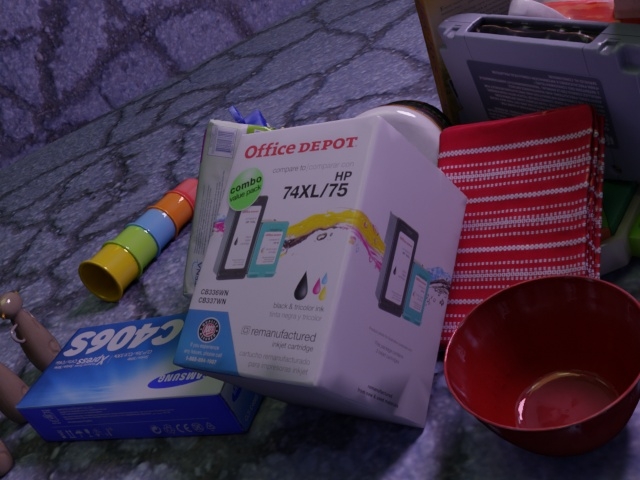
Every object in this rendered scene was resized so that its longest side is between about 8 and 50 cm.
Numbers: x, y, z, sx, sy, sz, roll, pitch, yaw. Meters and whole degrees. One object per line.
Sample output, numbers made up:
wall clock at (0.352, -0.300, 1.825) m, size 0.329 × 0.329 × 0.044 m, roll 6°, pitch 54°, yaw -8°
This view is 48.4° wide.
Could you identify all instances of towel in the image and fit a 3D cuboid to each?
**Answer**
towel at (0.209, -0.009, 0.792) m, size 0.199 × 0.031 × 0.274 m, roll -2°, pitch 76°, yaw 39°

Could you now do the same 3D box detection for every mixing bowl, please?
mixing bowl at (0.214, 0.127, 0.652) m, size 0.182 × 0.098 × 0.181 m, roll -20°, pitch 32°, yaw 13°

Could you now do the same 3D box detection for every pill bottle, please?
pill bottle at (0.117, -0.122, 1.032) m, size 0.162 × 0.162 × 0.278 m, roll -17°, pitch 9°, yaw 17°

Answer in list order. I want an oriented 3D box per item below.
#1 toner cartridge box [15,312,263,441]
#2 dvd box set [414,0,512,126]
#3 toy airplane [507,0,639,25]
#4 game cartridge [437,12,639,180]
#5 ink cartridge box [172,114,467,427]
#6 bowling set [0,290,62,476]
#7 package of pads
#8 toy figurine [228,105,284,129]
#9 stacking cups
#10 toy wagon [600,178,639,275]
toner cartridge box at (-0.229, 0.181, 0.965) m, size 0.348 × 0.075 × 0.165 m, roll -11°, pitch 33°, yaw 27°
dvd box set at (0.298, -0.327, 1.028) m, size 0.308 × 0.420 × 0.062 m, roll -25°, pitch 51°, yaw 4°
toy airplane at (0.426, -0.266, 0.842) m, size 0.272 × 0.385 × 0.386 m, roll -60°, pitch 13°, yaw 9°
game cartridge at (0.278, -0.171, 0.853) m, size 0.062 × 0.198 × 0.297 m, roll -46°, pitch 37°, yaw -11°
ink cartridge box at (0.009, 0.037, 0.769) m, size 0.198 × 0.197 × 0.269 m, roll -1°, pitch 67°, yaw 39°
bowling set at (-0.533, 0.226, 1.059) m, size 0.200 × 0.154 × 0.287 m, roll -21°, pitch 28°, yaw 10°
package of pads at (-0.120, -0.029, 0.982) m, size 0.101 × 0.229 × 0.296 m, roll 8°, pitch 0°, yaw -4°
toy figurine at (-0.121, -0.122, 1.237) m, size 0.191 × 0.217 × 0.362 m, roll -24°, pitch 27°, yaw 4°
stacking cups at (-0.325, -0.020, 1.365) m, size 0.096 × 0.096 × 0.316 m, roll -4°, pitch 35°, yaw 35°
toy wagon at (0.297, -0.025, 0.878) m, size 0.345 × 0.068 × 0.267 m, roll 1°, pitch 39°, yaw 42°
